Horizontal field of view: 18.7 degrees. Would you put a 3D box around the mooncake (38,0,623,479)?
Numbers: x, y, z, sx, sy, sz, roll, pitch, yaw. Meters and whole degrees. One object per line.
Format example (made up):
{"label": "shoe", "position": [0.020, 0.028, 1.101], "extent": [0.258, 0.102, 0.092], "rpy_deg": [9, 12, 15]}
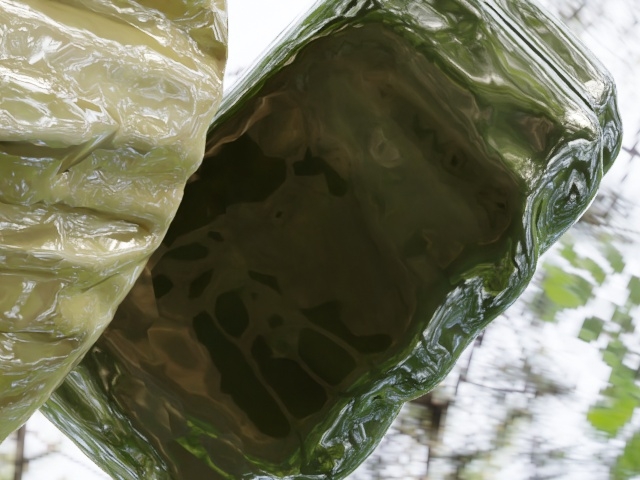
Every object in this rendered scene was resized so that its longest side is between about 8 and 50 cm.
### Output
{"label": "mooncake", "position": [0.000, 0.000, 1.072], "extent": [0.194, 0.356, 0.356], "rpy_deg": [43, -80, -7]}

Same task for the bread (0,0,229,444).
{"label": "bread", "position": [-0.183, -0.031, 0.587], "extent": [0.388, 0.183, 0.236], "rpy_deg": [-43, -133, 43]}
